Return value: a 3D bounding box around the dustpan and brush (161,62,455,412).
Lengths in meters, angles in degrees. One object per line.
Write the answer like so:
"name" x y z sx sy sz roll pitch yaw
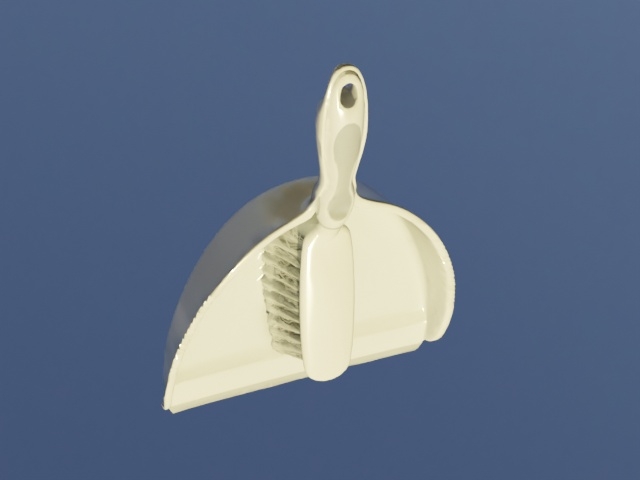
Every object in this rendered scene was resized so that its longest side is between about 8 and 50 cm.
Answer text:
"dustpan and brush" 0.000 0.000 0.857 0.147 0.211 0.060 -13 -142 -18
